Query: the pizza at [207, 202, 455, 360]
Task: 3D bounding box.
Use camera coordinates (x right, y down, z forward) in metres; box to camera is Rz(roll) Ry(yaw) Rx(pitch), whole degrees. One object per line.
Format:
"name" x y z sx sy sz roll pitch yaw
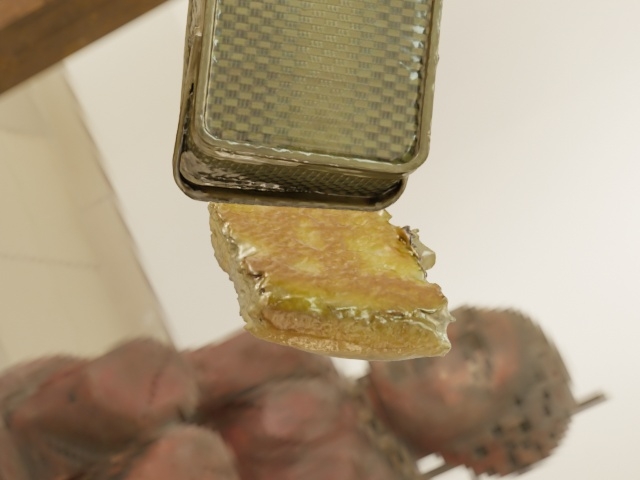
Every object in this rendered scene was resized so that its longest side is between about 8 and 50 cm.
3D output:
"pizza" 0.000 0.000 1.504 0.297 0.189 0.071 -108 -156 -51

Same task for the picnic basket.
"picnic basket" -0.010 -0.154 1.252 0.139 0.165 0.266 144 -48 -76
